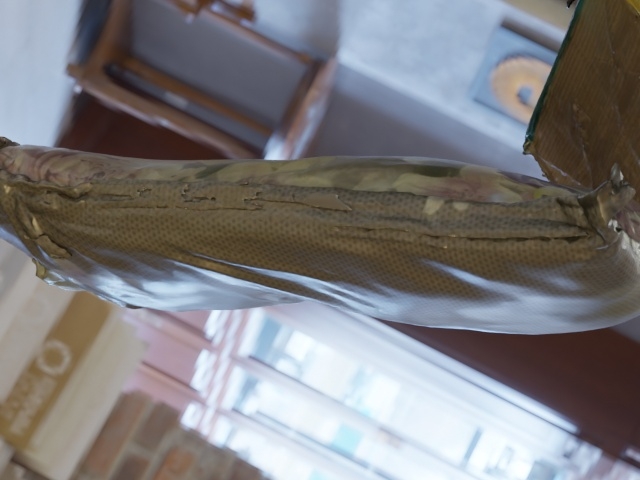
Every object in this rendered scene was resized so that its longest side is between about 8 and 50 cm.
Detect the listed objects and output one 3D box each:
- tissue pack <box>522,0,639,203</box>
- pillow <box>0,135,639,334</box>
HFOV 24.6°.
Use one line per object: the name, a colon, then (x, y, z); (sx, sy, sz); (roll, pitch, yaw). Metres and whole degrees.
tissue pack: (0.287, -0.097, 0.915); (0.271, 0.134, 0.192); (-17, 152, -18)
pillow: (0.000, 0.000, 0.510); (0.169, 0.255, 0.059); (19, 76, -67)
